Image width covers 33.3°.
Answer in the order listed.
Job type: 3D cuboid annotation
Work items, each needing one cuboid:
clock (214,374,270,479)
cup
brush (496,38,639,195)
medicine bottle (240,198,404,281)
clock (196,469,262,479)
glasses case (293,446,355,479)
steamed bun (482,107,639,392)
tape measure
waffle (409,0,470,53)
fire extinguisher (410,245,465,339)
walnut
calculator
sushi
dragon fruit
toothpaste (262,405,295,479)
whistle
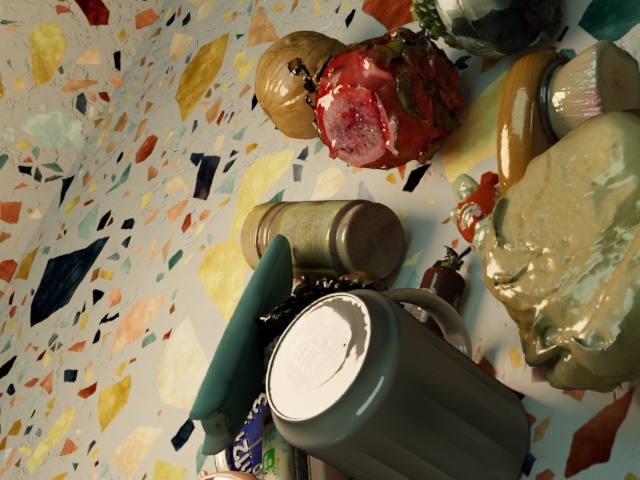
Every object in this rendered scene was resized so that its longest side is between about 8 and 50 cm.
[{"bbox_3d":[-0.087,0.345,1.897,0.230,0.083,0.230,-31,45,36],"label":"clock"},{"bbox_3d":[0.113,0.198,1.521,0.237,0.327,0.322,-21,44,40],"label":"cup"},{"bbox_3d":[0.374,-0.167,1.630,0.166,0.174,0.266,4,72,44],"label":"brush"},{"bbox_3d":[0.000,0.000,1.987,0.322,0.151,0.151,1,65,52],"label":"medicine bottle"},{"bbox_3d":[-0.148,0.494,1.747,0.241,0.142,0.227,7,67,31],"label":"clock"},{"bbox_3d":[0.011,0.339,1.633,0.075,0.122,0.314,-1,97,29],"label":"glasses case"},{"bbox_3d":[0.385,0.025,1.398,0.325,0.230,0.372,-39,40,26],"label":"steamed bun"},{"bbox_3d":[0.311,-0.456,1.849,0.147,0.256,0.275,-13,49,43],"label":"tape measure"},{"bbox_3d":[0.245,-0.396,1.974,0.183,0.169,0.036,-106,35,-54],"label":"waffle"},{"bbox_3d":[0.182,0.107,1.748,0.099,0.071,0.231,-31,37,68],"label":"fire extinguisher"},{"bbox_3d":[-0.025,-0.328,2.234,0.228,0.228,0.228,-32,42,34],"label":"walnut"},{"bbox_3d":[-0.119,0.169,1.834,0.054,0.256,0.386,15,61,10],"label":"calculator"},{"bbox_3d":[0.020,0.151,1.778,0.239,0.225,0.218,-4,32,31],"label":"sushi"},{"bbox_3d":[0.121,-0.262,1.953,0.269,0.250,0.291,-5,27,35],"label":"dragon fruit"},{"bbox_3d":[-0.066,0.339,1.719,0.058,0.056,0.314,-7,24,-1],"label":"toothpaste"},{"bbox_3d":[0.271,-0.031,1.711,0.102,0.106,0.253,-34,38,7],"label":"whistle"}]
